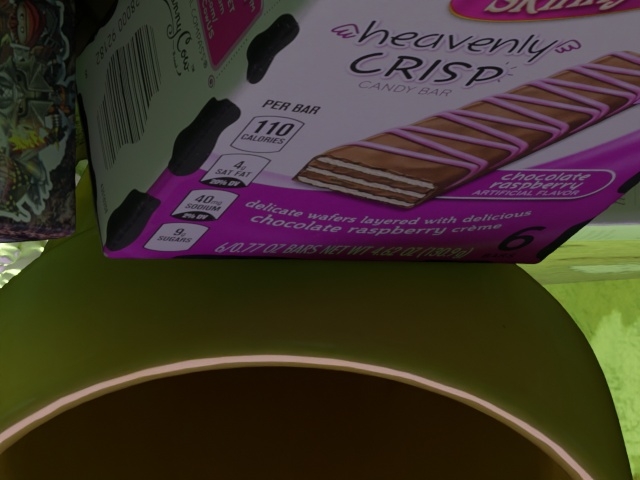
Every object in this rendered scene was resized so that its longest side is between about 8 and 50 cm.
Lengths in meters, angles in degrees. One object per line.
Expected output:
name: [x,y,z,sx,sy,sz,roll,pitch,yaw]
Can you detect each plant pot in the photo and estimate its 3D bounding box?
plant pot: [-0.016,0.052,0.726,0.254,0.239,0.254,0,130,0]

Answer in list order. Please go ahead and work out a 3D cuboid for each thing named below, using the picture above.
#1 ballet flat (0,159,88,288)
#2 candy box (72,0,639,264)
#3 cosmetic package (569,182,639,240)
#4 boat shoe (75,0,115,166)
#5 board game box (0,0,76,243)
ballet flat: [-0.157,-0.008,0.995,0.147,0.147,0.409,1,158,-19]
candy box: [0.049,-0.072,0.505,0.159,0.071,0.233,1,153,-29]
cosmetic package: [0.056,-0.057,0.877,0.231,0.117,0.085,-2,175,-2]
boat shoe: [-0.127,-0.065,0.718,0.110,0.121,0.341,5,171,-42]
board game box: [-0.248,-0.071,0.515,0.232,0.141,0.291,-4,174,37]
